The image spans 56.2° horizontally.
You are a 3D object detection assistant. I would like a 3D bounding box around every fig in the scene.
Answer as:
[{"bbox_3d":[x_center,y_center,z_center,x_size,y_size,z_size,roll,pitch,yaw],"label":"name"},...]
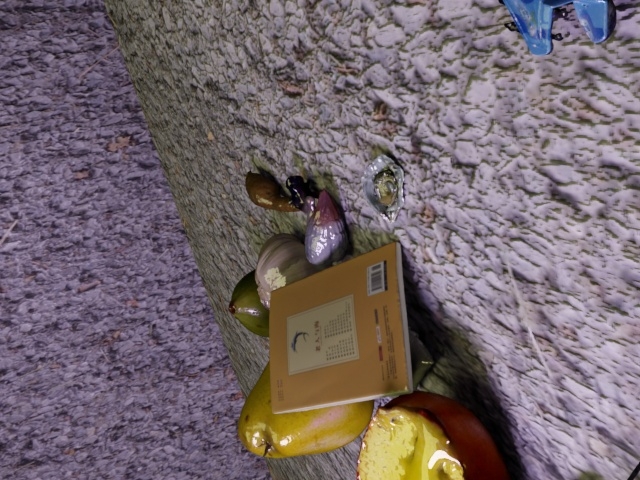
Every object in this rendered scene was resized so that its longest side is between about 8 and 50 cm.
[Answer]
[{"bbox_3d":[-0.161,0.174,1.646,0.202,0.225,0.203,8,101,47],"label":"fig"}]

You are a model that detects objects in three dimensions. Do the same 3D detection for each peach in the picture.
[{"bbox_3d":[0.186,0.406,1.000,0.281,0.281,0.338,36,158,52],"label":"peach"}]

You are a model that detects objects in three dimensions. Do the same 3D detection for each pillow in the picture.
[{"bbox_3d":[0.150,0.229,1.176,0.134,0.077,0.181,57,160,29],"label":"pillow"}]

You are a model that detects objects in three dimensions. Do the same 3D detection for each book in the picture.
[{"bbox_3d":[0.021,0.180,1.153,0.388,0.032,0.269,-24,61,46],"label":"book"}]

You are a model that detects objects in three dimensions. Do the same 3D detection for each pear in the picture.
[{"bbox_3d":[-0.030,0.378,1.393,0.285,0.336,0.285,39,158,19],"label":"pear"}]

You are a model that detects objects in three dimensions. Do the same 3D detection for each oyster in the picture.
[{"bbox_3d":[0.115,-0.091,1.008,0.098,0.037,0.100,44,134,6],"label":"oyster"}]

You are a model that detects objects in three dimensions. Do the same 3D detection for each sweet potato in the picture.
[{"bbox_3d":[-0.130,-0.111,1.483,0.269,0.074,0.075,34,142,47],"label":"sweet potato"}]

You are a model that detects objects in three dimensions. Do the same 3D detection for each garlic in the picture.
[{"bbox_3d":[-0.080,0.096,1.471,0.228,0.152,0.228,44,143,45],"label":"garlic"}]

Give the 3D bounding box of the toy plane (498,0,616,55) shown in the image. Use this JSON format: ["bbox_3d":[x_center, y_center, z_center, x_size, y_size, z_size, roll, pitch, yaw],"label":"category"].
[{"bbox_3d":[0.187,-0.281,0.587,0.246,0.078,0.169,-128,26,-48],"label":"toy plane"}]

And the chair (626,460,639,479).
[{"bbox_3d":[0.402,0.248,0.590,0.145,0.221,0.140,29,177,-31],"label":"chair"}]

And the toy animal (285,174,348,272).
[{"bbox_3d":[0.009,0.011,1.262,0.195,0.090,0.325,156,100,-74],"label":"toy animal"}]
